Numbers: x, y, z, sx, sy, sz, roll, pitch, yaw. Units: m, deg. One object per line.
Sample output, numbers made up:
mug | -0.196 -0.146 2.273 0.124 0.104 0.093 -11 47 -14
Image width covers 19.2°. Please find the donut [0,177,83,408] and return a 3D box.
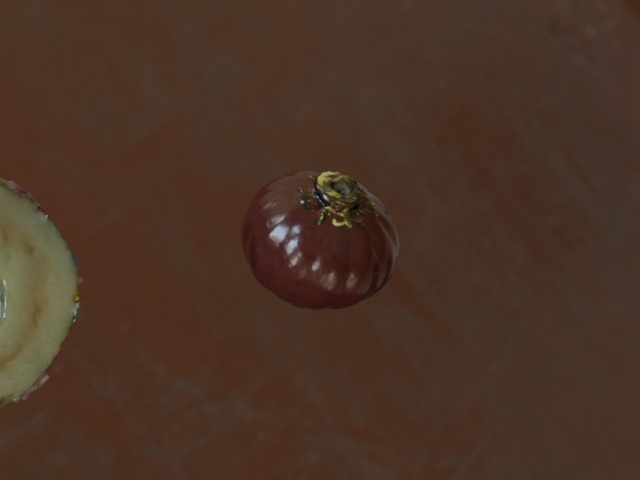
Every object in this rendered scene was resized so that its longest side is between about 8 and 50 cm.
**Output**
donut | -0.247 0.036 1.261 0.174 0.068 0.175 -1 92 -34

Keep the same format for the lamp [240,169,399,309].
lamp | 0.000 0.000 1.182 0.101 0.090 0.101 13 38 -10
